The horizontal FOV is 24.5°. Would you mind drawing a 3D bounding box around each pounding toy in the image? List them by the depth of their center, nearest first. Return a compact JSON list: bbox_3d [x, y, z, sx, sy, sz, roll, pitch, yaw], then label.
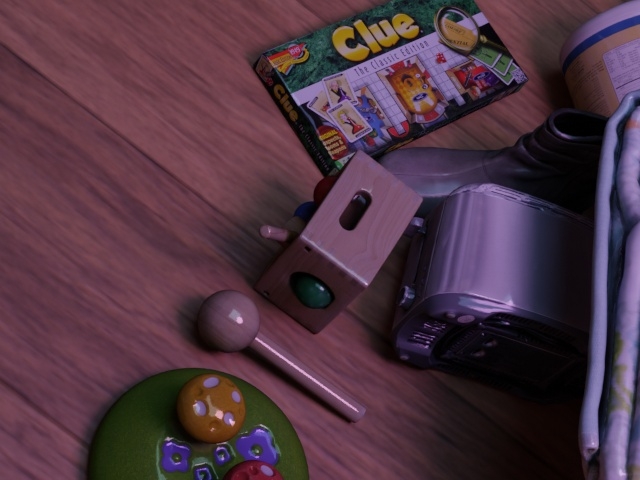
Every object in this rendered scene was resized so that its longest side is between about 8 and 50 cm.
[{"bbox_3d":[-0.065,0.152,1.150,0.183,0.110,0.237,38,56,-4],"label":"pounding toy"},{"bbox_3d":[0.000,0.000,1.245,0.100,0.130,0.141,37,56,-4],"label":"pounding toy"}]

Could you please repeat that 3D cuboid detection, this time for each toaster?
[{"bbox_3d":[0.175,0.047,1.306,0.227,0.129,0.146,18,57,-15],"label":"toaster"}]

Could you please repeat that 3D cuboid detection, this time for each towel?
[{"bbox_3d":[0.306,0.104,1.265,0.320,0.090,0.374,54,42,-49],"label":"towel"}]

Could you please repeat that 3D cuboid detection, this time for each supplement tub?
[{"bbox_3d":[0.331,-0.124,1.455,0.144,0.144,0.200,-5,68,-27],"label":"supplement tub"}]

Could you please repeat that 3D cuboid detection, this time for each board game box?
[{"bbox_3d":[0.073,-0.162,1.425,0.259,0.030,0.136,-28,77,-33],"label":"board game box"}]

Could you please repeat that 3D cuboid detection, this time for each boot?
[{"bbox_3d":[0.177,-0.077,1.349,0.246,0.161,0.083,2,64,-24],"label":"boot"}]
